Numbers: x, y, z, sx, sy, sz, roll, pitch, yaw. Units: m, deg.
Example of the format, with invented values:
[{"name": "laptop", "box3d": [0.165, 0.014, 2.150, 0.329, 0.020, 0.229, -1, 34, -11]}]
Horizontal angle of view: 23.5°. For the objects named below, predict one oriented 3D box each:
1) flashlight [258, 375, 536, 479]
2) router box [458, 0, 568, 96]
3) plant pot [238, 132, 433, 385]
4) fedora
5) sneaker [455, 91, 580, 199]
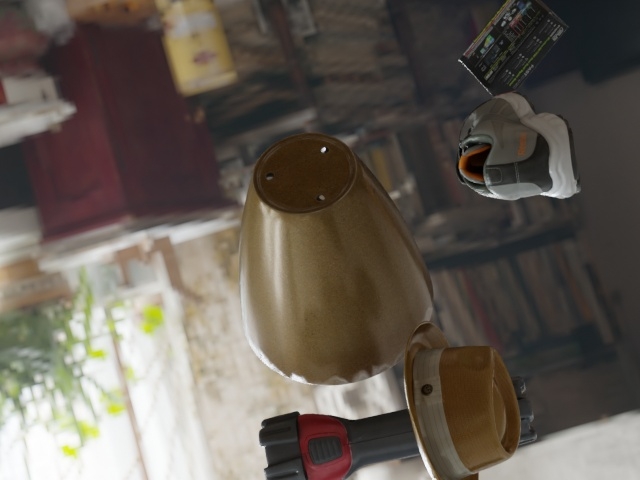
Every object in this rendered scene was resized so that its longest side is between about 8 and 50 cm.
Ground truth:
[{"name": "flashlight", "box3d": [0.087, 0.220, 1.736, 0.304, 0.103, 0.103, -13, -142, 4]}, {"name": "router box", "box3d": [0.234, -0.240, 1.878, 0.038, 0.092, 0.122, 30, 108, -33]}, {"name": "plant pot", "box3d": [0.000, 0.000, 1.781, 0.237, 0.237, 0.254, -16, 141, -1]}, {"name": "fedora", "box3d": [0.147, 0.165, 1.518, 0.079, 0.194, 0.194, -17, 176, 20]}, {"name": "sneaker", "box3d": [0.187, -0.099, 1.652, 0.108, 0.100, 0.271, -11, -169, -8]}]
